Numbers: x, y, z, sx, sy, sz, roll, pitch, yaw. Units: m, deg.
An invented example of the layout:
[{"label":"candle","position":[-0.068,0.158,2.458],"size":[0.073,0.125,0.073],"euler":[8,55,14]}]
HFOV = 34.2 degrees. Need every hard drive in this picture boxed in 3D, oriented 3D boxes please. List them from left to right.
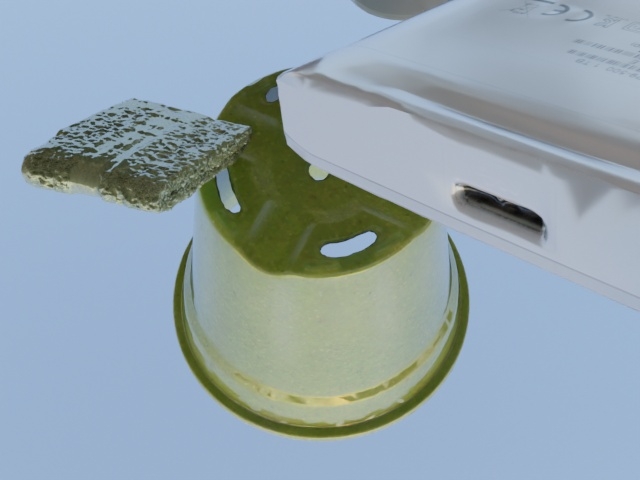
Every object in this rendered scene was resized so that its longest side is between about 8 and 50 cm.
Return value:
[{"label":"hard drive","position":[0.191,-0.087,0.437],"size":[0.353,0.047,0.233],"euler":[-29,-142,-31]}]

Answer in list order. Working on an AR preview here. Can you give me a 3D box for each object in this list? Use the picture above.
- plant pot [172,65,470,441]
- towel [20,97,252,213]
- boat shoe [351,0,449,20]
[{"label":"plant pot","position":[0.000,0.000,0.858],"size":[0.276,0.254,0.276],"euler":[0,-116,0]},{"label":"towel","position":[-0.117,-0.058,0.693],"size":[0.110,0.027,0.148],"euler":[14,-153,15]},{"label":"boat shoe","position":[0.175,-0.323,0.881],"size":[0.367,0.156,0.136],"euler":[-32,-69,19]}]
